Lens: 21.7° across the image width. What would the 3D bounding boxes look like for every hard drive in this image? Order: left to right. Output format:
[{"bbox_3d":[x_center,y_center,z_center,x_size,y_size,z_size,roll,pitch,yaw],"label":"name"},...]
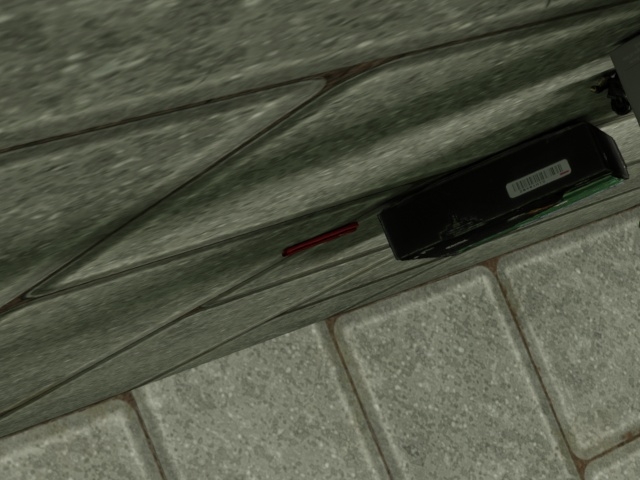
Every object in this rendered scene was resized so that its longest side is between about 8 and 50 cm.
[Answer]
[{"bbox_3d":[0.210,-0.052,1.824,0.237,0.064,0.339,-24,174,15],"label":"hard drive"}]

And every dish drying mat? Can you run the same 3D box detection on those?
[{"bbox_3d":[0.000,0.000,1.771,0.083,0.008,0.032,-21,175,-13],"label":"dish drying mat"}]

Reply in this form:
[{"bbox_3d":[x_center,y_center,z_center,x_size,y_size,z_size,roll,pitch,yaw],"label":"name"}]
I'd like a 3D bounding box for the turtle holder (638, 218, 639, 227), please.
[{"bbox_3d":[0.473,-0.092,1.595,0.227,0.243,0.320,-40,146,-39],"label":"turtle holder"}]

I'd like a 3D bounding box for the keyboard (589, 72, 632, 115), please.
[{"bbox_3d":[0.338,-0.158,1.477,0.202,0.033,0.317,-23,174,9],"label":"keyboard"}]

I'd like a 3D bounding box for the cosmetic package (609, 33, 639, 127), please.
[{"bbox_3d":[0.327,-0.065,1.241,0.107,0.238,0.127,-17,173,-43],"label":"cosmetic package"}]
